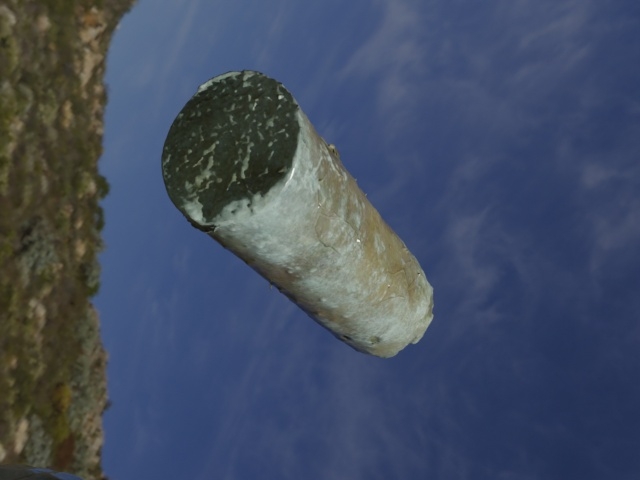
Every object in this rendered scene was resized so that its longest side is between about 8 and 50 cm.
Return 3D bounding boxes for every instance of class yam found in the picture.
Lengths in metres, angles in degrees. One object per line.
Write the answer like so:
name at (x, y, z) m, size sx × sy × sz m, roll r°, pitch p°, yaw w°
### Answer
yam at (0.000, 0.000, 0.579) m, size 0.093 × 0.259 × 0.093 m, roll -11°, pitch -119°, yaw 21°

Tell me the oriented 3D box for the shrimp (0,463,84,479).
shrimp at (-0.093, 0.191, 0.306) m, size 0.343 × 0.145 × 0.116 m, roll 34°, pitch -63°, yaw 47°
